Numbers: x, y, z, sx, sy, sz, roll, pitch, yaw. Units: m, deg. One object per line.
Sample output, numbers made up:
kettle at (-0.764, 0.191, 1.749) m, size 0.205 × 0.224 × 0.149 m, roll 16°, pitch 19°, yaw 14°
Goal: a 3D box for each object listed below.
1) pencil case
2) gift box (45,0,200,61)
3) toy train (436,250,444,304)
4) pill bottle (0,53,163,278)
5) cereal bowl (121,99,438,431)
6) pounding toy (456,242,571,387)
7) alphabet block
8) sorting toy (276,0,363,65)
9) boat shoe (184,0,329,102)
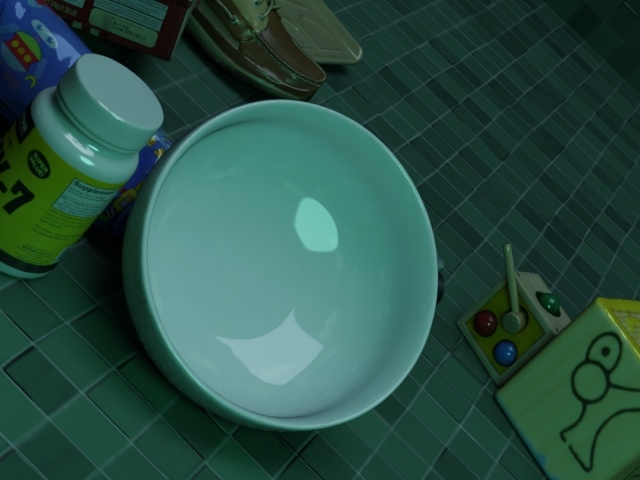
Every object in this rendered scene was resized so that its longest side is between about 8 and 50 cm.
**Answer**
pencil case at (-0.270, -0.137, 1.656) m, size 0.133 × 0.119 × 0.306 m, roll -39°, pitch 82°, yaw -21°
gift box at (-0.249, -0.390, 1.936) m, size 0.255 × 0.276 × 0.258 m, roll 25°, pitch 32°, yaw -8°
toy train at (0.000, 0.000, 1.834) m, size 0.334 × 0.142 × 0.190 m, roll 17°, pitch 24°, yaw -40°
pill bottle at (-0.249, -0.071, 1.482) m, size 0.119 × 0.208 × 0.119 m, roll 33°, pitch 27°, yaw -20°
cereal bowl at (-0.055, 0.030, 1.589) m, size 0.339 × 0.141 × 0.339 m, roll 5°, pitch 81°, yaw -31°
pounding toy at (0.256, 0.099, 2.025) m, size 0.100 × 0.141 × 0.130 m, roll 7°, pitch 43°, yaw -51°
alphabet block at (0.379, 0.207, 1.973) m, size 0.193 × 0.197 × 0.192 m, roll 5°, pitch 45°, yaw -53°
sorting toy at (-0.090, -0.377, 2.380) m, size 0.307 × 0.041 × 0.229 m, roll 52°, pitch 31°, yaw 18°
boat shoe at (-0.119, -0.319, 2.128) m, size 0.324 × 0.120 × 0.122 m, roll 38°, pitch 25°, yaw -3°
